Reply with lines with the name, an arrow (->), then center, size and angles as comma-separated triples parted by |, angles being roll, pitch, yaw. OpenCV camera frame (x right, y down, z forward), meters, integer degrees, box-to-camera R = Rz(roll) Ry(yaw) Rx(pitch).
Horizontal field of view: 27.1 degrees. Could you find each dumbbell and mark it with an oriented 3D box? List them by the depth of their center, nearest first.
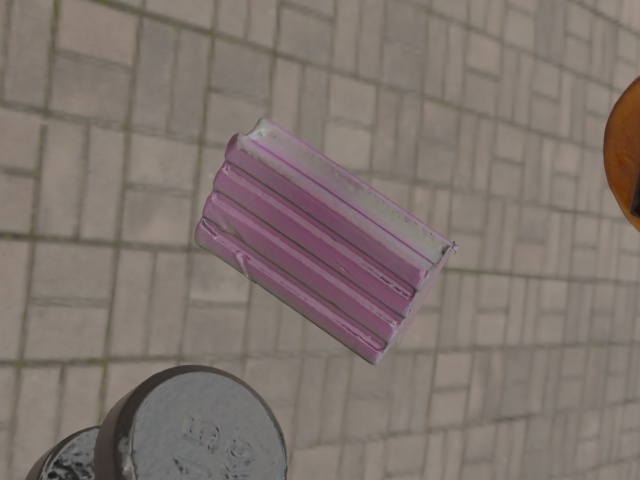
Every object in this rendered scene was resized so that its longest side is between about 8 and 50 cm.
dumbbell -> -0.194, 0.278, 1.483 | 0.204, 0.322, 0.204 | 14, 60, -27

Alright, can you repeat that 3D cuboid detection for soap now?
soap -> 0.000, 0.000, 1.114 | 0.065, 0.203, 0.122 | -39, 160, -52

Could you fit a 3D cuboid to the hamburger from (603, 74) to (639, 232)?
hamburger -> 0.495, -0.106, 1.554 | 0.225, 0.291, 0.291 | -26, 115, -44
